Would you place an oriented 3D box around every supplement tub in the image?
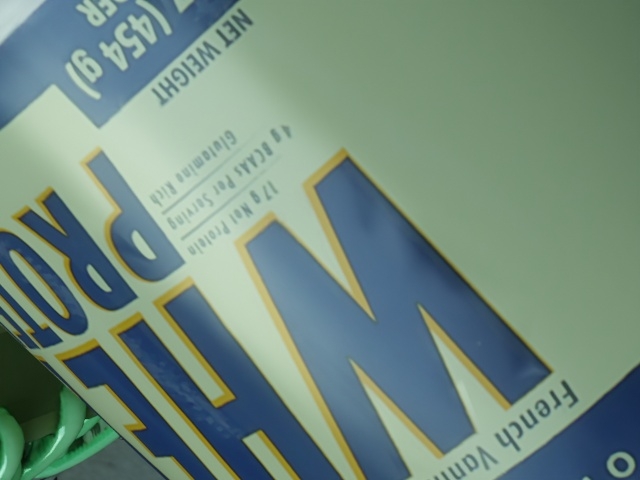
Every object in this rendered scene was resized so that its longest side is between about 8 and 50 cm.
[{"bbox_3d":[0.044,-0.011,0.522,0.325,0.235,0.235,45,131,-12],"label":"supplement tub"}]

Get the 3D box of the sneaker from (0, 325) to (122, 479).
[{"bbox_3d":[-0.136,0.050,0.599,0.410,0.182,0.158,15,141,-31],"label":"sneaker"}]
